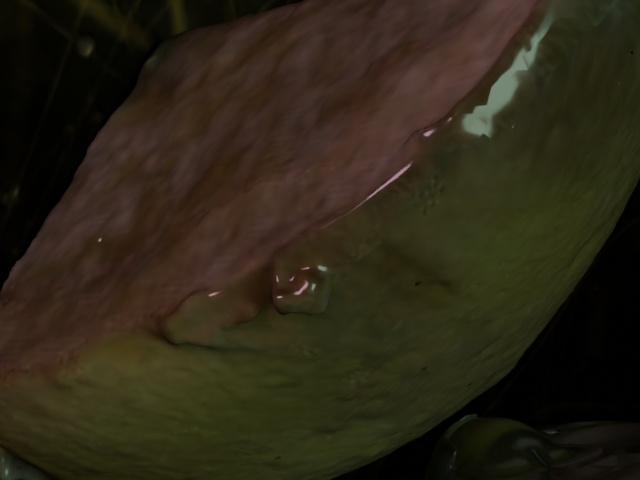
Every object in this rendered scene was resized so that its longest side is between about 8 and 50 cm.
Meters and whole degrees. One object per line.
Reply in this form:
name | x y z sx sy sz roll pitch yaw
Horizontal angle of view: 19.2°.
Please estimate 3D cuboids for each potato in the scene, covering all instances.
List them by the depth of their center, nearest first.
potato | 0.028 0.024 0.730 0.189 0.264 0.211 46 53 -29

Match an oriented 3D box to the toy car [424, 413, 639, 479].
toy car | 0.111 0.207 0.839 0.336 0.242 0.226 -11 97 -47
